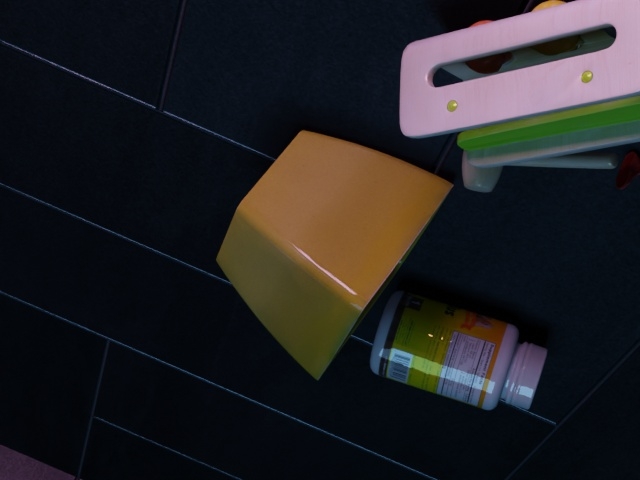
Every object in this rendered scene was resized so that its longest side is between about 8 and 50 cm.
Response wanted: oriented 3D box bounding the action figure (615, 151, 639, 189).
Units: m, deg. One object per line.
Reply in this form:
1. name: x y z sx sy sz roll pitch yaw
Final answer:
1. action figure: 0.423 0.031 1.521 0.280 0.139 0.091 37 147 -25

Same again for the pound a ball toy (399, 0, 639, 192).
1. pound a ball toy: 0.229 -0.152 1.403 0.319 0.135 0.208 -8 162 40

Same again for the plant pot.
1. plant pot: 0.000 0.000 1.686 0.187 0.212 0.212 34 148 4

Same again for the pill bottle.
1. pill bottle: 0.180 0.148 1.859 0.215 0.117 0.117 17 148 9
